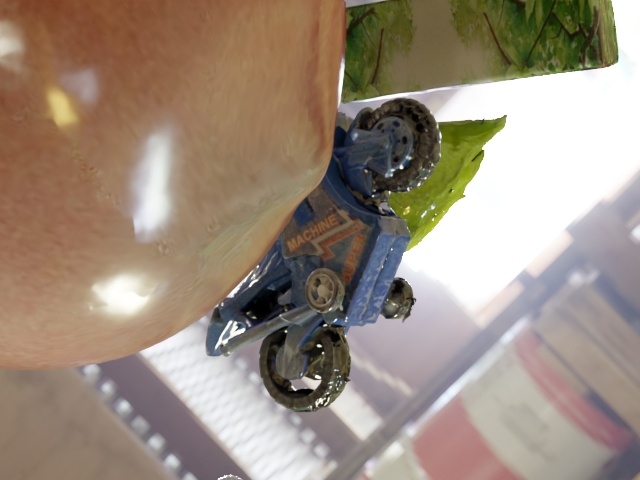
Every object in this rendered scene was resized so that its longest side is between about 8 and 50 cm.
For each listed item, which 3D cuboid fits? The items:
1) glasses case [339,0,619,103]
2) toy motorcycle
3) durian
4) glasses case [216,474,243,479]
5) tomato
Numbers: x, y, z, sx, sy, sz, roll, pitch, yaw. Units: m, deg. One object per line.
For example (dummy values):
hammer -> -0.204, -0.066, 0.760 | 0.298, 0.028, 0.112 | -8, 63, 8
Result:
glasses case -> 0.139, -0.192, 1.604 | 0.062, 0.272, 0.095 | -17, -80, -63
toy motorcycle -> 0.000, 0.000, 1.026 | 0.114, 0.205, 0.076 | 32, -164, 37
durian -> 0.066, -0.047, 1.637 | 0.101, 0.250, 0.139 | 49, -150, -12
glasses case -> -0.043, 0.203, 1.070 | 0.204, 0.051, 0.081 | -155, 43, -79
tomato -> -0.139, -0.091, 0.796 | 0.321, 0.321, 0.321 | 44, -173, -7
